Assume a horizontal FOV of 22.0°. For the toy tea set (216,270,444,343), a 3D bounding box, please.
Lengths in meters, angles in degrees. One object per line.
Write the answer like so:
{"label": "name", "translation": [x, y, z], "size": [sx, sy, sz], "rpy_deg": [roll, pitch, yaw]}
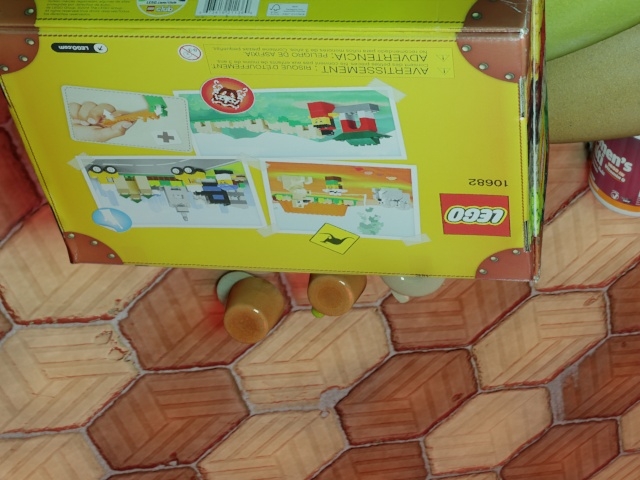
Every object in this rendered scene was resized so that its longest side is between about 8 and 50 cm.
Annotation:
{"label": "toy tea set", "translation": [0.000, 0.000, 2.041], "size": [0.336, 0.124, 0.200], "rpy_deg": [-21, 112, 24]}

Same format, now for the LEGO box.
{"label": "LEGO box", "translation": [-0.033, -0.145, 1.603], "size": [0.500, 0.193, 0.372], "rpy_deg": [2, 144, 10]}

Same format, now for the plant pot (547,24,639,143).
{"label": "plant pot", "translation": [0.317, -0.208, 1.895], "size": [0.254, 0.237, 0.237], "rpy_deg": [-22, 146, 20]}

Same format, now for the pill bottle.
{"label": "pill bottle", "translation": [0.417, -0.143, 2.091], "size": [0.121, 0.121, 0.221], "rpy_deg": [-14, 142, -15]}

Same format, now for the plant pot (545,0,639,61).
{"label": "plant pot", "translation": [0.210, -0.294, 1.709], "size": [0.275, 0.274, 0.293], "rpy_deg": [13, 144, -40]}
